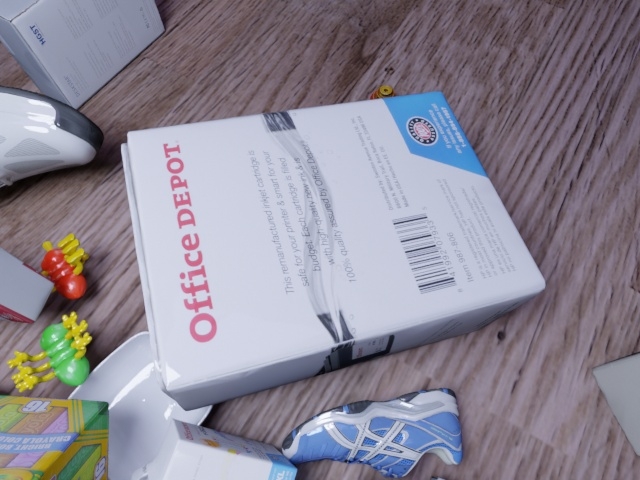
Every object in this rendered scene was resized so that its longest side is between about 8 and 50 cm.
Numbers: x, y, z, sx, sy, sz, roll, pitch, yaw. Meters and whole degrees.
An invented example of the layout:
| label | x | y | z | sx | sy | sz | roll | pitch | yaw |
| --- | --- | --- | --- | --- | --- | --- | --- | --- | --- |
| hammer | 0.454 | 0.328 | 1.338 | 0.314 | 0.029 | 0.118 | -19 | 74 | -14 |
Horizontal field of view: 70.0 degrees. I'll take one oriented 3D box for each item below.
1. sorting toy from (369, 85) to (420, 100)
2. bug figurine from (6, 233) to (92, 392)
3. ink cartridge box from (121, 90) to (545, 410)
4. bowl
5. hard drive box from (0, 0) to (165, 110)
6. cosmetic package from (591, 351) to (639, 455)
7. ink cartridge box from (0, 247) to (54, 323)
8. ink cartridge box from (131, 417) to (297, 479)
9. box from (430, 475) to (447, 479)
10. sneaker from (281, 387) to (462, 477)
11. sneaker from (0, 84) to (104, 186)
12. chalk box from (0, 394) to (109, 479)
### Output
| label | x | y | z | sx | sy | sz | roll | pitch | yaw |
| --- | --- | --- | --- | --- | --- | --- | --- | --- | --- |
| sorting toy | 0.131 | -0.227 | 0.749 | 0.101 | 0.042 | 0.061 | 7 | 65 | 3 |
| bug figurine | -0.382 | 0.128 | 0.556 | 0.279 | 0.072 | 0.216 | -36 | 57 | -10 |
| ink cartridge box | 0.000 | 0.000 | 0.547 | 0.394 | 0.166 | 0.286 | -11 | 65 | -15 |
| bowl | -0.208 | 0.197 | 0.544 | 0.142 | 0.053 | 0.142 | 39 | 71 | 16 |
| hard drive box | -0.384 | -0.359 | 0.736 | 0.089 | 0.181 | 0.232 | 30 | 68 | 14 |
| cosmetic package | 0.433 | 0.126 | 0.435 | 0.160 | 0.309 | 0.113 | -15 | 65 | -6 |
| ink cartridge box | -0.392 | 0.045 | 0.507 | 0.135 | 0.099 | 0.056 | 2 | 60 | 16 |
| ink cartridge box | -0.114 | 0.247 | 0.464 | 0.143 | 0.092 | 0.090 | 24 | 74 | -18 |
| box | 0.168 | 0.366 | 0.472 | 0.145 | 0.038 | 0.186 | 17 | 67 | 8 |
| sneaker | 0.062 | 0.225 | 0.515 | 0.211 | 0.080 | 0.081 | -10 | 62 | -3 |
| sneaker | -0.518 | -0.047 | 0.623 | 0.446 | 0.169 | 0.258 | -5 | 73 | 7 |
| chalk box | -0.282 | 0.237 | 0.377 | 0.131 | 0.213 | 0.133 | 5 | 97 | -3 |
